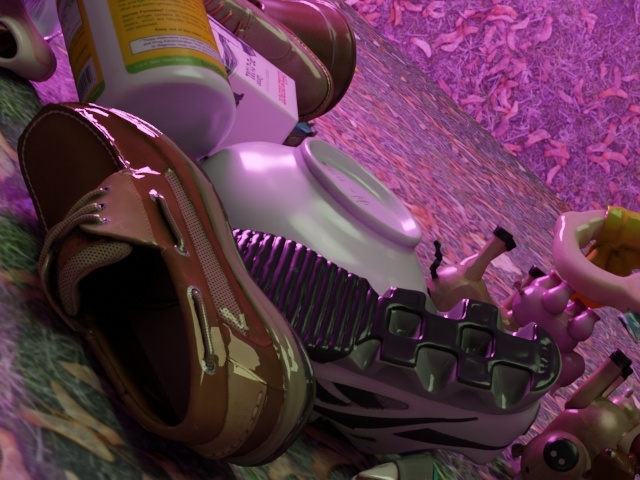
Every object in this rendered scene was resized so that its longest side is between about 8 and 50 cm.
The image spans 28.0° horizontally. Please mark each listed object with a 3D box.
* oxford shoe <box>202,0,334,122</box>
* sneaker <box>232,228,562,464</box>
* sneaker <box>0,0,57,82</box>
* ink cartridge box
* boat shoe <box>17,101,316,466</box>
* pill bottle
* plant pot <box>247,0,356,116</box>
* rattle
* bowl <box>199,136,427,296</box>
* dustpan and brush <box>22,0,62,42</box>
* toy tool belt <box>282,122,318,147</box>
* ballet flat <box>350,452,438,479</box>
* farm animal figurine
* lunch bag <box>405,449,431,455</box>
[{"bbox_3d":[-0.141,-0.255,1.548,0.348,0.123,0.130,31,-1,2],"label":"oxford shoe"},{"bbox_3d":[0.008,0.100,1.011,0.330,0.146,0.122,20,42,4],"label":"sneaker"},{"bbox_3d":[-0.303,-0.205,1.186,0.134,0.051,0.070,49,12,15],"label":"sneaker"},{"bbox_3d":[-0.144,-0.189,1.429,0.237,0.100,0.172,36,17,-16],"label":"ink cartridge box"},{"bbox_3d":[-0.127,0.014,0.879,0.120,0.122,0.324,13,30,-53],"label":"boat shoe"},{"bbox_3d":[-0.173,-0.198,1.208,0.136,0.136,0.246,22,40,-49],"label":"pill bottle"},{"bbox_3d":[-0.066,-0.252,1.712,0.165,0.167,0.167,2,40,-53],"label":"plant pot"},{"bbox_3d":[0.278,0.071,1.206,0.130,0.143,0.200,9,38,-26],"label":"rattle"},{"bbox_3d":[0.000,0.000,1.192,0.298,0.134,0.298,38,15,-12],"label":"bowl"},{"bbox_3d":[-0.296,-0.257,1.330,0.147,0.060,0.211,43,16,9],"label":"dustpan and brush"},{"bbox_3d":[-0.032,-0.145,1.669,0.083,0.051,0.052,43,16,7],"label":"toy tool belt"},{"bbox_3d":[0.043,0.192,0.885,0.068,0.072,0.213,30,16,-6],"label":"ballet flat"},{"bbox_3d":[0.239,0.174,1.248,0.330,0.172,0.327,48,3,35],"label":"farm animal figurine"},{"bbox_3d":[0.090,0.142,1.134,0.065,0.067,0.098,47,16,22],"label":"lunch bag"}]
